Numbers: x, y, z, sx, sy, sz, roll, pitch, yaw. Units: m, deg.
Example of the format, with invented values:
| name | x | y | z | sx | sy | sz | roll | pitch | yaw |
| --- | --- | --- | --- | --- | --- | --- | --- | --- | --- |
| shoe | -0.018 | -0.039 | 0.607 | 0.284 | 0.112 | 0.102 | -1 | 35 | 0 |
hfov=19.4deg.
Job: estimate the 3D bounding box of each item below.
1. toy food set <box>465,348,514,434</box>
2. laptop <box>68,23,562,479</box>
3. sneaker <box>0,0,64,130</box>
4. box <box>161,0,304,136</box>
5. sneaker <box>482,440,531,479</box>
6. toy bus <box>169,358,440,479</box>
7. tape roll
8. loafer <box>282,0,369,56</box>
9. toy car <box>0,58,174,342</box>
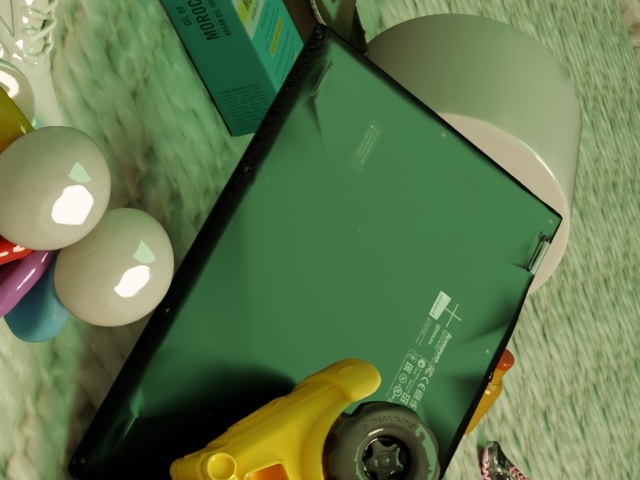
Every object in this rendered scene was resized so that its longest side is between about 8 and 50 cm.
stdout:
| name | x | y | z | sx | sy | sz | roll | pitch | yaw |
| --- | --- | --- | --- | --- | --- | --- | --- | --- | --- |
| toy food set | 0.147 | 0.076 | 1.911 | 0.111 | 0.104 | 0.232 | 28 | 37 | -7 |
| laptop | 0.007 | 0.115 | 1.484 | 0.408 | 0.236 | 0.382 | 37 | 68 | -24 |
| sneaker | -0.199 | -0.161 | 1.182 | 0.090 | 0.115 | 0.232 | -58 | 133 | -61 |
| box | -0.087 | -0.214 | 1.582 | 0.100 | 0.060 | 0.244 | -78 | 150 | -47 |
| sneaker | 0.221 | 0.275 | 2.132 | 0.047 | 0.057 | 0.119 | -63 | 136 | -56 |
| toy bus | -0.015 | 0.215 | 1.236 | 0.220 | 0.211 | 0.149 | 65 | -21 | 0 |
| tape roll | 0.123 | -0.072 | 1.794 | 0.169 | 0.246 | 0.246 | -75 | 147 | -48 |
| loafer | -0.007 | -0.327 | 1.749 | 0.134 | 0.130 | 0.366 | -24 | 102 | -69 |
| toy car | -0.187 | -0.009 | 1.121 | 0.159 | 0.136 | 0.182 | 40 | -11 | 46 |
